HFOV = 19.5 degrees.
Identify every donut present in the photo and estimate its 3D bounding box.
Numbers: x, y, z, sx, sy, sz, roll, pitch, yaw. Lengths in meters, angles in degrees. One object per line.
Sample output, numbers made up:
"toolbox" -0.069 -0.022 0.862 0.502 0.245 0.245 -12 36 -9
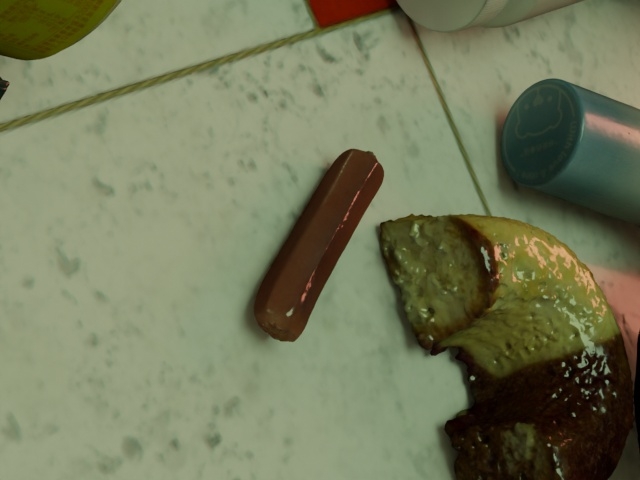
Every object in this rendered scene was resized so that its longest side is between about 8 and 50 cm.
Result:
"donut" 0.126 0.072 1.143 0.141 0.085 0.217 -17 85 -43

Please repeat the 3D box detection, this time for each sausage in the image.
"sausage" 0.000 0.000 1.090 0.030 0.035 0.147 46 48 -21

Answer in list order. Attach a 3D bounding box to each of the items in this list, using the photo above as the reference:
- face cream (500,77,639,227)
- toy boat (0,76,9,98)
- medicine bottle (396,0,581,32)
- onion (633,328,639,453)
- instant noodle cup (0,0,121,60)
"face cream" 0.236 -0.044 1.287 0.250 0.077 0.077 16 65 -39
"toy boat" -0.218 -0.070 0.893 0.141 0.055 0.060 9 35 -48
"medicine bottle" 0.134 -0.199 1.233 0.186 0.103 0.103 -22 90 -43
"onion" 0.316 0.096 1.181 0.207 0.206 0.216 -40 119 -55
"instant noodle cup" -0.205 -0.188 0.875 0.236 0.215 0.215 22 61 -44
